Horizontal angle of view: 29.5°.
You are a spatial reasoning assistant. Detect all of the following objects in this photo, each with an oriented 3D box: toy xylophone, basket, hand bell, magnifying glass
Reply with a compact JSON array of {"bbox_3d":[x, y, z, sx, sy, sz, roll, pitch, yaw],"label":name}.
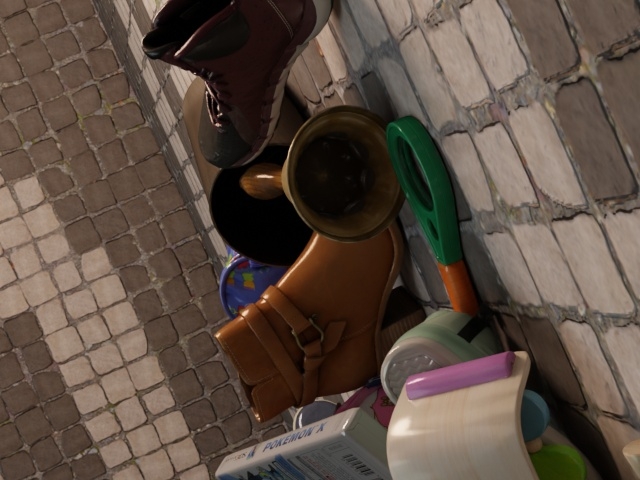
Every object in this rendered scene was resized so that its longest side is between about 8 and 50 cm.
[{"bbox_3d":[0.184,0.241,0.940,0.081,0.236,0.322,-40,-63,-55],"label":"toy xylophone"},{"bbox_3d":[-0.075,-0.104,1.453,0.204,0.154,0.227,39,-164,-41],"label":"basket"},{"bbox_3d":[-0.027,-0.060,1.211,0.242,0.126,0.126,0,115,63],"label":"hand bell"},{"bbox_3d":[0.111,-0.005,1.102,0.092,0.026,0.231,-142,31,-68],"label":"magnifying glass"}]

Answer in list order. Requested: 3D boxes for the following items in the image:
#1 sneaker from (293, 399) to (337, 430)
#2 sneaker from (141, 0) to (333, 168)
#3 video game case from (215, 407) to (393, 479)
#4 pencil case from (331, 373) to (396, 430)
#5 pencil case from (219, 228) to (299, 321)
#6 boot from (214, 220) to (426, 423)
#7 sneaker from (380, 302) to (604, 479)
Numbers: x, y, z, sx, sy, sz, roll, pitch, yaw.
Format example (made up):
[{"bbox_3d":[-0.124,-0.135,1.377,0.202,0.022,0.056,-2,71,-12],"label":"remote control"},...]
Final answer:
[{"bbox_3d":[0.073,0.373,1.911,0.350,0.131,0.148,51,161,28],"label":"sneaker"},{"bbox_3d":[-0.110,-0.169,1.175,0.106,0.162,0.281,56,140,25],"label":"sneaker"},{"bbox_3d":[0.080,0.306,1.248,0.329,0.036,0.300,40,148,-11],"label":"video game case"},{"bbox_3d":[0.091,0.281,1.456,0.167,0.160,0.386,46,166,19],"label":"pencil case"},{"bbox_3d":[-0.077,-0.005,1.596,0.306,0.119,0.133,-102,-1,-62],"label":"pencil case"},{"bbox_3d":[-0.019,0.049,1.312,0.109,0.220,0.283,49,161,58],"label":"boot"},{"bbox_3d":[0.173,0.159,1.056,0.256,0.094,0.151,46,-156,1],"label":"sneaker"}]
